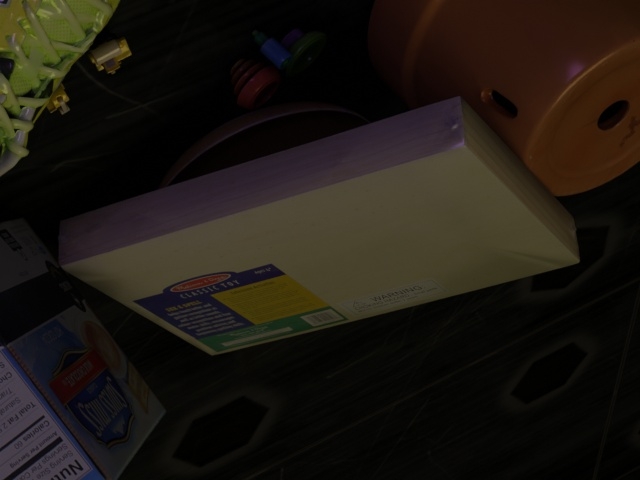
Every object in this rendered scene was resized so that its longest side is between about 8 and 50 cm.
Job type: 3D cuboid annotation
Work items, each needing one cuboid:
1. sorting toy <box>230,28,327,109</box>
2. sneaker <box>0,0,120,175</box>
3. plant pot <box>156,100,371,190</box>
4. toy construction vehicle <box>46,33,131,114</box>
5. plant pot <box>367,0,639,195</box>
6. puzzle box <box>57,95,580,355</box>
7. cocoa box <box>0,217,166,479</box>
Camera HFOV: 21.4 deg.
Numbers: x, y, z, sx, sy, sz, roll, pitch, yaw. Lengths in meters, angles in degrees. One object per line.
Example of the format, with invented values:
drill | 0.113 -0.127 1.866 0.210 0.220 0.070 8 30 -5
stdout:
sorting toy | -0.044 -0.164 1.515 0.102 0.042 0.061 -42 166 -13
sneaker | -0.235 -0.133 1.262 0.384 0.147 0.145 -45 146 12
plant pot | -0.057 -0.060 1.612 0.236 0.032 0.236 -21 153 -11
toy construction vehicle | -0.188 -0.133 1.360 0.086 0.035 0.098 -30 -167 -11
plant pot | 0.218 -0.181 1.577 0.291 0.203 0.291 -24 146 -18
puzzle box | 0.000 0.000 1.557 0.409 0.052 0.272 -15 152 23
cocoa box | -0.293 0.144 1.361 0.231 0.228 0.347 -38 -178 3
